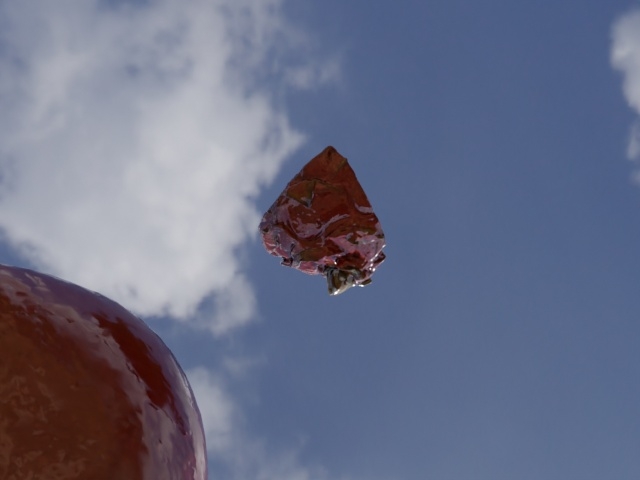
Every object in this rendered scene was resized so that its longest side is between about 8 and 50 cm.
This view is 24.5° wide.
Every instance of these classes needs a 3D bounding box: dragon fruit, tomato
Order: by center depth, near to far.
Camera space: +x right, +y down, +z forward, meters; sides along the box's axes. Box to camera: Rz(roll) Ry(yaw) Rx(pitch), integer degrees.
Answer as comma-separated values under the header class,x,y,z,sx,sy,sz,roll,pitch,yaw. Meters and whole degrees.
class,x,y,z,sx,sy,sz,roll,pitch,yaw
tomato,-0.094,0.085,0.365,0.082,0.166,0.174,12,-114,50
dragon fruit,0.000,0.000,1.323,0.083,0.162,0.106,-33,-103,-26
